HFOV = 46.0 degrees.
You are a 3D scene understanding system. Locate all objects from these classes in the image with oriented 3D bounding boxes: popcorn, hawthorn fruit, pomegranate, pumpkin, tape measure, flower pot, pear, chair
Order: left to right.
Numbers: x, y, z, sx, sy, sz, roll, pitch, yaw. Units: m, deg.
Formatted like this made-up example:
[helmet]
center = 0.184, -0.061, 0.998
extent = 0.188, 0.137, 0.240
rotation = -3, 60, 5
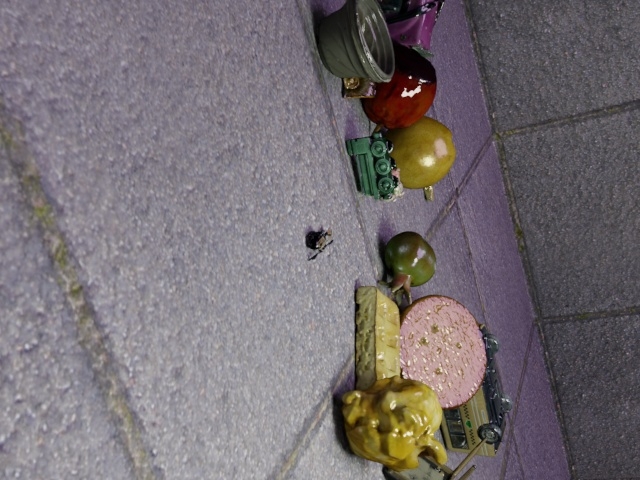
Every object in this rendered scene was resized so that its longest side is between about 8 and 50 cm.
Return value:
[flower pot]
center = 0.078, -0.481, 1.827
extent = 0.235, 0.140, 0.236
rotation = -11, 90, -67
[pumpkin]
center = 0.094, -0.395, 1.929
extent = 0.101, 0.035, 0.073
rotation = -3, 77, -21
[hawthorn fruit]
center = 0.204, -0.383, 2.003
extent = 0.189, 0.189, 0.251
rotation = -21, 135, -66
[popcorn]
center = 0.164, 0.383, 1.598
extent = 0.253, 0.191, 0.190
rotation = 43, 54, -41
[tape measure]
center = 0.211, -0.618, 2.044
extent = 0.149, 0.245, 0.232
rotation = 22, 76, -63
[pomegranate]
center = 0.223, 0.075, 1.960
extent = 0.152, 0.131, 0.191
rotation = 44, 56, -41
[pear]
center = 0.276, -0.249, 2.102
extent = 0.209, 0.208, 0.209
rotation = 37, 49, -57
[chair]
center = 0.246, 0.553, 1.796
extent = 0.272, 0.166, 0.188
rotation = -61, 166, 20

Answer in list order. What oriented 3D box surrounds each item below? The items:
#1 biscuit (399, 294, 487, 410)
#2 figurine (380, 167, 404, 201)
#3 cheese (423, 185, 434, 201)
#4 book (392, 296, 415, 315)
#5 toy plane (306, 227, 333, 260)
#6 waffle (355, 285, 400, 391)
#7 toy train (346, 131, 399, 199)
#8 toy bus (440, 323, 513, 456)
[biscuit]
center = 0.308, 0.288, 1.948
extent = 0.305, 0.038, 0.305
rotation = 8, 74, -29
[figurine]
center = 0.174, -0.179, 1.971
extent = 0.081, 0.098, 0.146
rotation = -52, 130, -43
[cheese]
center = 0.348, -0.167, 2.433
extent = 0.044, 0.030, 0.083
rotation = -51, 133, -67
[book]
center = 0.219, 0.237, 2.002
extent = 0.232, 0.022, 0.162
rotation = 1, 83, -66
[toy plane]
center = 0.000, 0.000, 1.603
extent = 0.121, 0.031, 0.049
rotation = -48, 129, -58
[waffle]
center = 0.139, 0.253, 1.776
extent = 0.168, 0.057, 0.274
rotation = 41, 45, -55
[toy train]
center = 0.133, -0.183, 1.876
extent = 0.071, 0.111, 0.171
rotation = -30, 112, -63
[toy bus]
center = 0.422, 0.428, 2.166
extent = 0.177, 0.201, 0.366
rotation = -43, 123, -55
